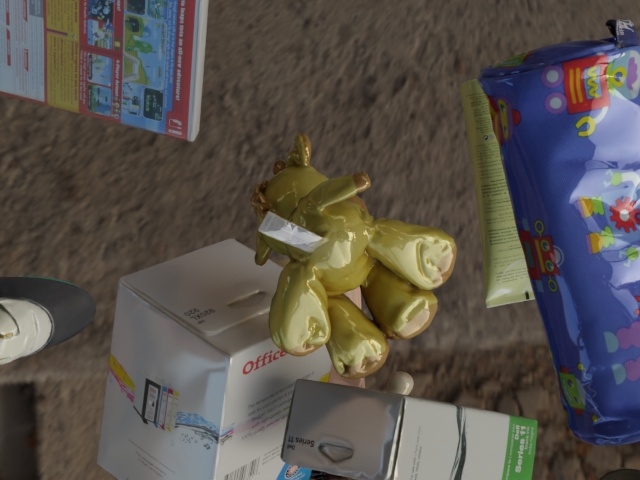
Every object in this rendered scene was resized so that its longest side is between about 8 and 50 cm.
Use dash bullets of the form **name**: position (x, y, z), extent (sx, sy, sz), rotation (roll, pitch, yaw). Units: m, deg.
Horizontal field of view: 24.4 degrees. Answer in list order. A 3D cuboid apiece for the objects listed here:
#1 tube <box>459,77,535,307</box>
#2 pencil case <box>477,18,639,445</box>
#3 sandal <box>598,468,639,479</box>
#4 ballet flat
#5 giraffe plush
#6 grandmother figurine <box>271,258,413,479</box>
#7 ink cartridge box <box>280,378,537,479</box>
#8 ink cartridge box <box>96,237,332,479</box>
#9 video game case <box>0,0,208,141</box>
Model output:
- **tube**: position (0.196, -0.054, 1.555), extent (0.070, 0.062, 0.240), rotation (-11, 90, 48)
- **pencil case**: position (0.212, -0.006, 1.100), extent (0.133, 0.119, 0.306), rotation (-17, 97, -20)
- **sandal**: position (0.216, 0.248, 1.002), extent (0.090, 0.219, 0.060), rotation (4, 142, 14)
- **ballet flat**: position (-0.267, 0.065, 1.111), extent (0.203, 0.074, 0.074), rotation (4, 108, -20)
- **giraffe plush**: position (0.000, 0.000, 1.375), extent (0.181, 0.170, 0.210), rotation (-43, 121, 4)
- **grandmother figurine**: position (0.013, 0.186, 1.641), extent (0.208, 0.104, 0.342), rotation (-16, 69, 38)
- **ink cartridge box**: position (0.088, 0.196, 1.446), extent (0.153, 0.208, 0.087), rotation (4, 82, 45)
- **ink cartridge box**: position (-0.106, 0.148, 1.526), extent (0.168, 0.171, 0.233), rotation (30, 123, 31)
- **video game case**: position (-0.259, -0.222, 1.552), extent (0.285, 0.025, 0.204), rotation (15, 130, 7)
